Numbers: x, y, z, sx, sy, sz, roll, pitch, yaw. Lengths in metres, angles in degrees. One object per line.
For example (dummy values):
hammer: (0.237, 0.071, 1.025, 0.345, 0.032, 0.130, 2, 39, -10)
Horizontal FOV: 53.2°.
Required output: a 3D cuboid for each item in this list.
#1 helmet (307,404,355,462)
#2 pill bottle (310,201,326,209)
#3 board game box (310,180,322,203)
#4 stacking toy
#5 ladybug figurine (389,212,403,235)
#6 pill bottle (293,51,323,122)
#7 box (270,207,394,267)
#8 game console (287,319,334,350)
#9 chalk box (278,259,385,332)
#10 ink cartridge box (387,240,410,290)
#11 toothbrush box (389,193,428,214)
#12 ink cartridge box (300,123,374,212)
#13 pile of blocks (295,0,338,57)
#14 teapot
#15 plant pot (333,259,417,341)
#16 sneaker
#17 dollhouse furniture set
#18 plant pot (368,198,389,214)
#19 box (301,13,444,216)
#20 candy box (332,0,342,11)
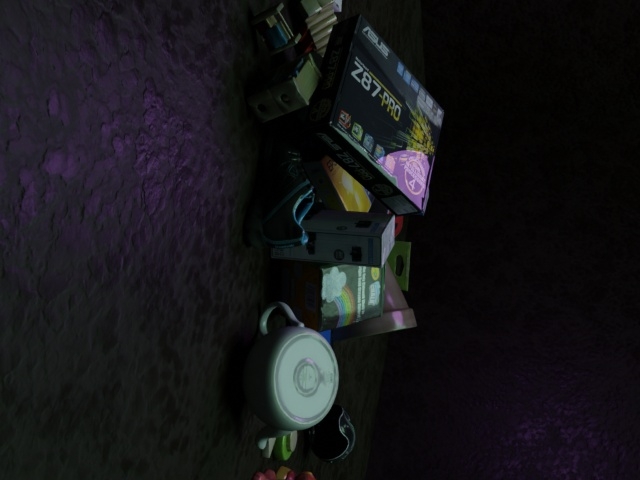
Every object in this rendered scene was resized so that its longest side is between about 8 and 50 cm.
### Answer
helmet: (0.038, 0.647, 2.120, 0.169, 0.169, 0.161, -45, 122, -67)
pill bottle: (0.000, 0.000, 1.832, 0.119, 0.119, 0.208, -70, 159, -44)
board game box: (-0.004, -0.080, 1.966, 0.259, 0.030, 0.136, 71, 26, -57)
stacking toy: (-0.077, 0.633, 1.748, 0.309, 0.130, 0.279, 22, 74, -75)
ladybug figurine: (0.248, -0.150, 2.612, 0.449, 0.162, 0.305, 73, 27, -55)
pill bottle: (0.039, -0.341, 1.635, 0.301, 0.169, 0.169, 36, 57, -45)
box: (0.032, -0.012, 1.620, 0.169, 0.290, 0.087, -49, 141, -62)
game console: (-0.047, 0.272, 1.933, 0.250, 0.173, 0.293, -11, 108, -42)
chalk box: (0.055, 0.114, 1.711, 0.289, 0.179, 0.180, -8, 106, -38)
ink cartridge box: (0.183, 0.087, 2.274, 0.097, 0.255, 0.188, -29, 123, -72)
toothbrush box: (0.233, -0.222, 2.278, 0.126, 0.296, 0.216, -64, 156, -50)
ink cartridge box: (0.048, -0.204, 1.801, 0.307, 0.072, 0.303, 63, 26, -18)
pile of blocks: (-0.011, -0.519, 1.690, 0.113, 0.149, 0.362, -34, 134, -12)
teapot: (-0.095, 0.314, 1.494, 0.256, 0.187, 0.252, -49, 118, -38)
plant pot: (0.134, 0.179, 2.120, 0.323, 0.323, 0.280, 27, 51, -74)
sneaker: (-0.069, -0.134, 1.489, 0.125, 0.140, 0.340, 54, 42, -65)
dollhouse furniture set: (-0.106, -0.375, 1.360, 0.183, 0.129, 0.129, 57, 35, -28)
plant pot: (0.129, -0.059, 2.095, 0.188, 0.167, 0.187, 113, -14, -76)
box: (0.142, -0.288, 1.542, 0.395, 0.097, 0.318, 37, 57, -40)
candy box: (0.014, -0.738, 1.716, 0.165, 0.070, 0.196, 8, 87, -75)
